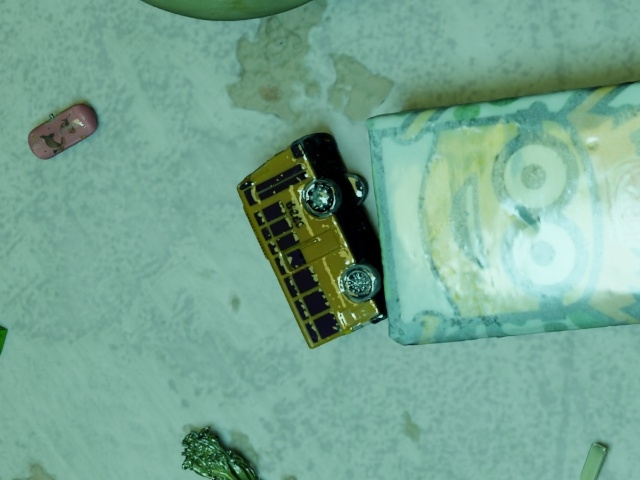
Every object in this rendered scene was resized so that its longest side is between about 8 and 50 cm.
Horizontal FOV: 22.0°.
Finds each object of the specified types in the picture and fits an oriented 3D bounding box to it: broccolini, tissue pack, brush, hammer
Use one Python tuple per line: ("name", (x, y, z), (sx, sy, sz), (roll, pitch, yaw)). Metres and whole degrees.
("broccolini", (-0.053, 0.285, 1.760), (0.239, 0.054, 0.051), (37, 143, 12))
("tissue pack", (0.211, -0.027, 1.573), (0.311, 0.128, 0.228), (-6, 94, 21))
("brush", (0.267, 0.239, 1.640), (0.016, 0.013, 0.083), (25, 112, 23))
("hammer", (-0.285, -0.121, 1.811), (0.083, 0.043, 0.043), (-28, 85, 23))

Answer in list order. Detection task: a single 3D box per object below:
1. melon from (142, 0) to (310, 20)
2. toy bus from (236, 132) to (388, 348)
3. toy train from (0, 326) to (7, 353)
("melon", (-0.104, -0.338, 1.595), (0.308, 0.272, 0.272), (20, 103, 33))
("toy bus", (0.000, 0.000, 1.678), (0.114, 0.098, 0.201), (-26, 87, 22))
("toy train", (-0.460, 0.077, 1.903), (0.209, 0.044, 0.042), (24, 105, 18))
